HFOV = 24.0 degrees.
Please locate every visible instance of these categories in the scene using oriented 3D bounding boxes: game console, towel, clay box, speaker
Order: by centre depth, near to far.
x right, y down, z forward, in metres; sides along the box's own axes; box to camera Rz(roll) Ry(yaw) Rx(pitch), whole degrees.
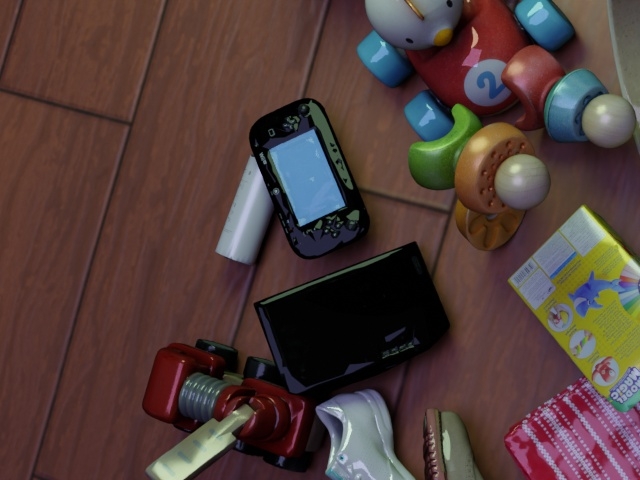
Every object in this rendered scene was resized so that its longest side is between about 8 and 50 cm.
[{"bbox_3d":[0.358,0.222,1.671,0.275,0.031,0.199,-39,68,17],"label":"towel"},{"bbox_3d":[0.322,0.080,1.673,0.127,0.053,0.222,-46,53,14],"label":"clay box"},{"bbox_3d":[0.000,0.000,1.838,0.213,0.044,0.361,-21,72,-1],"label":"game console"},{"bbox_3d":[-0.088,-0.038,1.928,0.055,0.055,0.136,21,92,28],"label":"speaker"}]

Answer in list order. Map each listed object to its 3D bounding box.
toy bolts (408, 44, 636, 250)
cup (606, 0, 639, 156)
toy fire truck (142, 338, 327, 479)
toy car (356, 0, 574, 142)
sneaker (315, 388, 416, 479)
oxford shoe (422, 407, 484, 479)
[{"bbox_3d":[0.249,-0.086,1.685,0.228,0.218,0.158,-46,45,-15],"label":"toy bolts"},{"bbox_3d":[0.455,-0.187,1.547,0.236,0.331,0.331,-14,75,2],"label":"cup"},{"bbox_3d":[-0.137,0.213,1.807,0.217,0.246,0.159,17,90,28],"label":"toy fire truck"},{"bbox_3d":[0.133,-0.252,1.740,0.219,0.238,0.210,-42,66,17],"label":"toy car"},{"bbox_3d":[0.054,0.281,1.775,0.080,0.094,0.212,-53,51,48],"label":"sneaker"},{"bbox_3d":[0.203,0.348,1.707,0.130,0.123,0.348,-15,73,-2],"label":"oxford shoe"}]
